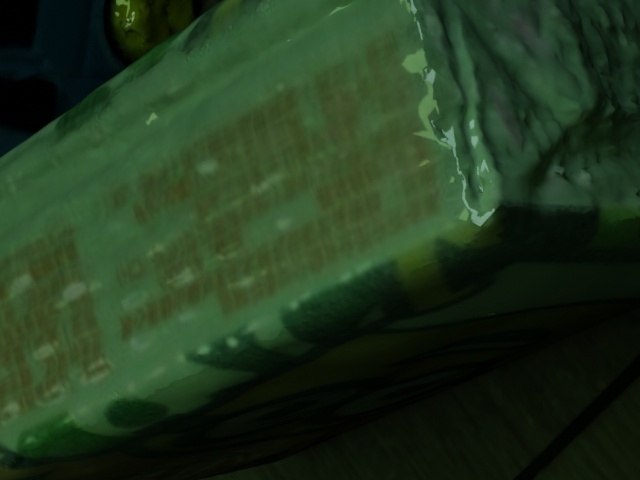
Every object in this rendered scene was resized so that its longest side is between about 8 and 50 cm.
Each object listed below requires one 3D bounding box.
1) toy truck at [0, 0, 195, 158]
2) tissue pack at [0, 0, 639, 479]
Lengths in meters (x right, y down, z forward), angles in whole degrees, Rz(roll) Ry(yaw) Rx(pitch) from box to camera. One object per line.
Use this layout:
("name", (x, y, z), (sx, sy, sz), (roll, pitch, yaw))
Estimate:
("toy truck", (-0.150, -0.216, 0.812), (0.161, 0.162, 0.385), (16, 101, 38))
("tissue pack", (0.000, 0.000, 0.640), (0.311, 0.228, 0.128), (-29, 72, 38))
